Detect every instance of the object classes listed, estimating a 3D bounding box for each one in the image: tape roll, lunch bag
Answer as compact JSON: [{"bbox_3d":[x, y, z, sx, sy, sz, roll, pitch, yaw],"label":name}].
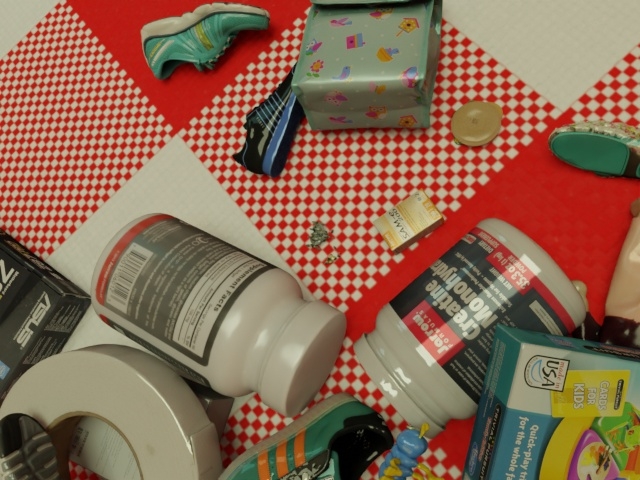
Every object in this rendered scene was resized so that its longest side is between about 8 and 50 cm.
[{"bbox_3d":[-0.328,0.351,0.846,0.392,0.072,0.392,0,89,20],"label":"tape roll"},{"bbox_3d":[0.088,-0.329,0.949,0.223,0.160,0.262,4,68,19],"label":"lunch bag"}]

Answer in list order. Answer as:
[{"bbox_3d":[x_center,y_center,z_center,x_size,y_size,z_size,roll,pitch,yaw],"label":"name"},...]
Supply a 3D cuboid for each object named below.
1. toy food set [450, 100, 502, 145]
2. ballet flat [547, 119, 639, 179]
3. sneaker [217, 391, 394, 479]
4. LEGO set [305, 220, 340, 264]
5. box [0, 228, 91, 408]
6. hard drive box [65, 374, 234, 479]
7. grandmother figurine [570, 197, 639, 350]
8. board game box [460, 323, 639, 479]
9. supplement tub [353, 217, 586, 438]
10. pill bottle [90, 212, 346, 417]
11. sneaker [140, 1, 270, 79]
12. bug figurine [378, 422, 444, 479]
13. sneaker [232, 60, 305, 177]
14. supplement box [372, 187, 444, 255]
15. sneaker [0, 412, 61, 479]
[{"bbox_3d":[0.257,-0.194,0.933,0.082,0.020,0.083,8,79,19],"label":"toy food set"},{"bbox_3d":[0.465,-0.135,0.833,0.241,0.091,0.077,17,52,16],"label":"ballet flat"},{"bbox_3d":[-0.030,0.328,0.769,0.302,0.108,0.121,-35,23,-24],"label":"sneaker"},{"bbox_3d":[0.003,-0.001,0.960,0.054,0.023,0.083,-47,68,1],"label":"LEGO set"},{"bbox_3d":[-0.671,0.193,1.080,0.318,0.097,0.395,31,87,19],"label":"box"},{"bbox_3d":[-0.287,0.310,0.936,0.232,0.089,0.181,17,82,21],"label":"hard drive box"},{"bbox_3d":[0.436,0.120,0.763,0.208,0.104,0.342,21,86,48],"label":"grandmother figurine"},{"bbox_3d":[0.350,0.254,0.655,0.336,0.079,0.254,10,97,-5],"label":"board game box"},{"bbox_3d":[0.200,0.120,0.779,0.272,0.191,0.191,-42,69,4],"label":"supplement tub"},{"bbox_3d":[-0.158,0.113,0.881,0.363,0.210,0.210,25,85,21],"label":"pill bottle"},{"bbox_3d":[-0.220,-0.390,1.104,0.275,0.107,0.110,-10,93,19],"label":"sneaker"},{"bbox_3d":[0.154,0.345,0.745,0.216,0.279,0.072,-59,28,13],"label":"bug figurine"},{"bbox_3d":[-0.082,-0.231,1.015,0.090,0.081,0.232,20,83,16],"label":"sneaker"},{"bbox_3d":[0.144,-0.030,0.917,0.098,0.036,0.062,-35,68,6],"label":"supplement box"},{"bbox_3d":[-0.432,0.373,0.803,0.132,0.086,0.229,-34,79,19],"label":"sneaker"}]
